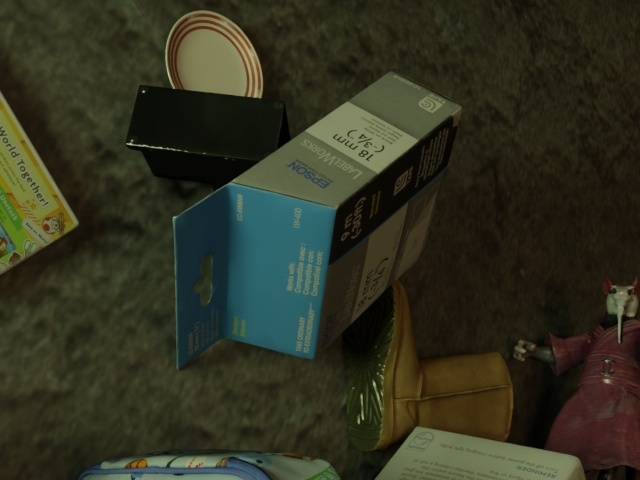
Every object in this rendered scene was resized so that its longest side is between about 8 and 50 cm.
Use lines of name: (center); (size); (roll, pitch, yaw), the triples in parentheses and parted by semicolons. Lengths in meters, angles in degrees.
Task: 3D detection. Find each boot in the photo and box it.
boot: (0.152, 0.164, 1.179); (0.269, 0.089, 0.236); (6, 90, -41)

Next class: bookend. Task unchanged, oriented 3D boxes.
bookend: (-0.114, -0.094, 0.974); (0.157, 0.156, 0.072); (82, 16, -70)

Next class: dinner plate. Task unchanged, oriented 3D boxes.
dinner plate: (-0.126, -0.199, 1.037); (0.141, 0.017, 0.141); (10, 75, -41)

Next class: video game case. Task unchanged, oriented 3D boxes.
video game case: (-0.354, -0.061, 0.788); (0.206, 0.026, 0.227); (-40, 107, -41)

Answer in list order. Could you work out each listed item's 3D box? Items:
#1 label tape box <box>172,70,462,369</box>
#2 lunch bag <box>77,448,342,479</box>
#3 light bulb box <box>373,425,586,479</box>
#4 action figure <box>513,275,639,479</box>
label tape box: (0.000, 0.000, 0.945); (0.333, 0.106, 0.241); (-40, 152, -36)
lunch bag: (-0.097, 0.306, 0.760); (0.115, 0.303, 0.243); (7, 77, -46)
light bulb box: (0.151, 0.469, 0.977); (0.361, 0.225, 0.358); (-41, 120, -41)
action figure: (0.457, 0.223, 1.337); (0.275, 0.248, 0.370); (38, 60, -32)
